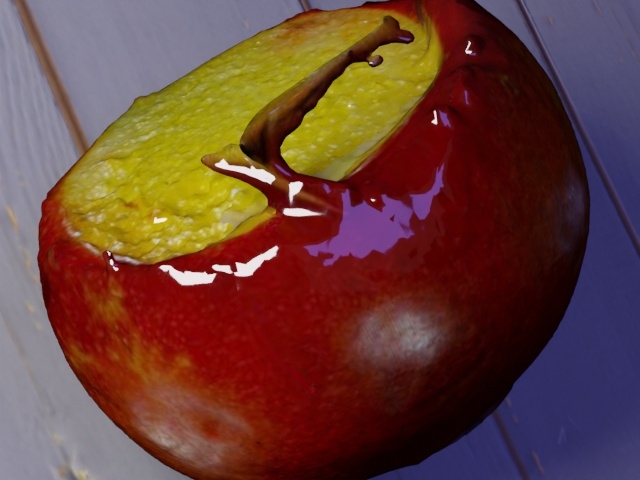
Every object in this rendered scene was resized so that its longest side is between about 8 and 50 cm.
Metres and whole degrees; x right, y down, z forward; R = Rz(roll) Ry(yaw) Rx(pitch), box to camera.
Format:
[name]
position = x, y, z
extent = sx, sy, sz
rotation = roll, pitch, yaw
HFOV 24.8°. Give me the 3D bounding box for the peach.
[peach]
position = 0.014, 0.007, 1.023
extent = 0.406, 0.335, 0.310
rotation = -48, 119, -43
